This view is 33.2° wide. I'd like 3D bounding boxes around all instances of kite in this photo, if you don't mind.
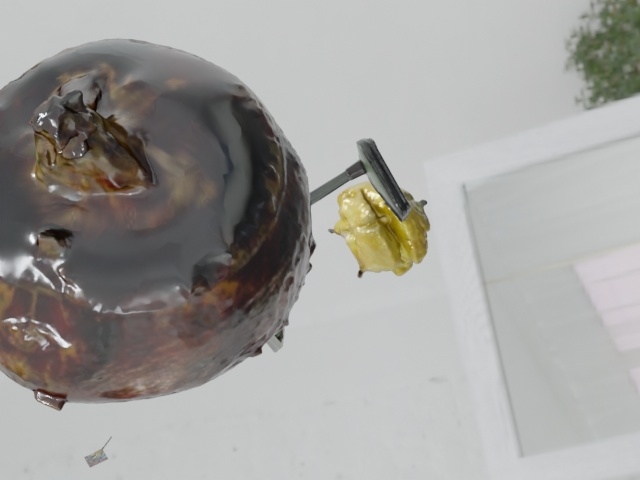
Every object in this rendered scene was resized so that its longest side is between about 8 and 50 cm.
[{"bbox_3d":[-0.389,0.379,1.919,0.078,0.044,0.002,-37,-51,-39],"label":"kite"}]

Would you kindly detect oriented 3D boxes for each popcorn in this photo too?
[{"bbox_3d":[0.092,-0.019,1.620,0.148,0.152,0.167,40,-166,-31],"label":"popcorn"}]

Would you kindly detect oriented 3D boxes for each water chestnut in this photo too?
[{"bbox_3d":[-0.172,-0.027,0.932,0.302,0.350,0.350,85,175,-59],"label":"water chestnut"}]

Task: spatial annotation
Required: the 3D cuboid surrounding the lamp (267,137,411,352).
[{"bbox_3d":[-0.006,-0.003,1.330,0.124,0.283,0.203,44,178,5],"label":"lamp"}]
